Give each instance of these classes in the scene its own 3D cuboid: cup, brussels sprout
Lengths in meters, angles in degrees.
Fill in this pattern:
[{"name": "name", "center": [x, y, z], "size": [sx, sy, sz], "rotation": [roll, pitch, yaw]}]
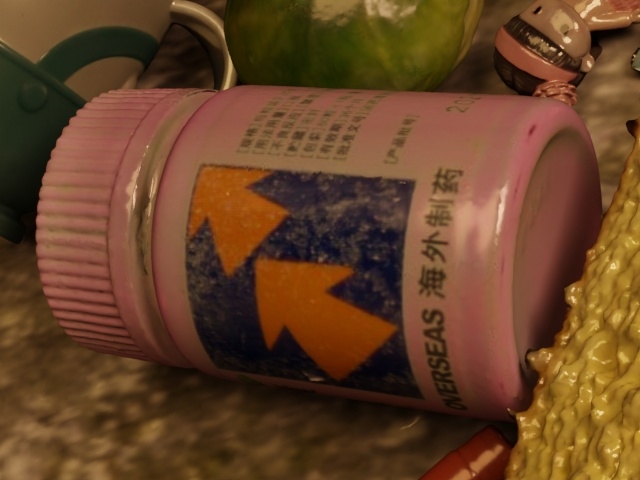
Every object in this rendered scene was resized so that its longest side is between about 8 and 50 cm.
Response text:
[{"name": "cup", "center": [-0.197, -0.140, 0.981], "size": [0.289, 0.219, 0.257], "rotation": [31, 86, 1]}, {"name": "brussels sprout", "center": [0.026, -0.154, 0.916], "size": [0.180, 0.144, 0.161], "rotation": [-39, 20, 17]}]

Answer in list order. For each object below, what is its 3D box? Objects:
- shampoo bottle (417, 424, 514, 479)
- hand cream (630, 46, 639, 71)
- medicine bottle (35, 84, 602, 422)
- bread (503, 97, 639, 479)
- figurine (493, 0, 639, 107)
[{"name": "shampoo bottle", "center": [0.015, 0.194, 0.780], "size": [0.244, 0.085, 0.085], "rotation": [-40, 56, 1]}, {"name": "hand cream", "center": [0.304, -0.227, 0.878], "size": [0.111, 0.070, 0.312], "rotation": [22, 84, 30]}, {"name": "medicine bottle", "center": [0.000, 0.000, 0.823], "size": [0.290, 0.178, 0.178], "rotation": [5, 68, 26]}, {"name": "bread", "center": [0.219, 0.082, 0.666], "size": [0.194, 0.179, 0.340], "rotation": [-4, 59, 61]}, {"name": "figurine", "center": [0.166, -0.135, 0.895], "size": [0.129, 0.054, 0.072], "rotation": [-43, 70, -8]}]
